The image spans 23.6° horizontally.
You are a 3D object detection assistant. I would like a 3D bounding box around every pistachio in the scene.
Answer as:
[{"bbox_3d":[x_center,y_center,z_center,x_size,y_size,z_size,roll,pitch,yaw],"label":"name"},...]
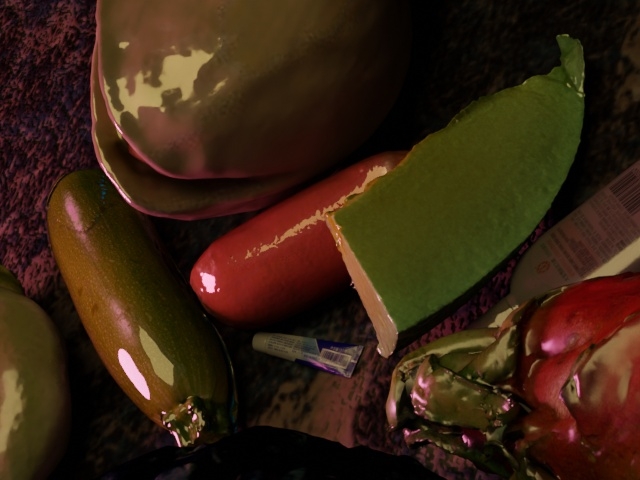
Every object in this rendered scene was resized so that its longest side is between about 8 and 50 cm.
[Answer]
[{"bbox_3d":[-0.050,-0.146,1.071,0.208,0.226,0.332,-50,15,53],"label":"pistachio"}]

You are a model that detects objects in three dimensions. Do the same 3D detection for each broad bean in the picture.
[{"bbox_3d":[-0.254,0.109,1.143,0.169,0.100,0.228,-33,56,26],"label":"broad bean"}]

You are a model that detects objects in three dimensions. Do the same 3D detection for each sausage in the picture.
[{"bbox_3d":[0.000,0.000,1.025,0.194,0.077,0.077,-27,46,19],"label":"sausage"}]

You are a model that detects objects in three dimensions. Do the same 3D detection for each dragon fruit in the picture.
[{"bbox_3d":[0.161,0.102,0.735,0.269,0.198,0.200,-10,29,11],"label":"dragon fruit"}]

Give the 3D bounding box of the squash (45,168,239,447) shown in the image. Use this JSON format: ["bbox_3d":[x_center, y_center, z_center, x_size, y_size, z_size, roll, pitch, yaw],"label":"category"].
[{"bbox_3d":[-0.129,0.047,1.090,0.087,0.087,0.331,-41,45,6],"label":"squash"}]

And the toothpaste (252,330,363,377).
[{"bbox_3d":[-0.010,0.075,1.025,0.083,0.015,0.024,8,63,36],"label":"toothpaste"}]

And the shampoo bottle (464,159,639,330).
[{"bbox_3d":[0.154,0.019,0.913,0.165,0.040,0.080,-39,36,9],"label":"shampoo bottle"}]

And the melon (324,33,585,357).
[{"bbox_3d":[0.094,-0.037,0.967,0.114,0.053,0.262,32,62,19],"label":"melon"}]

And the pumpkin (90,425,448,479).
[{"bbox_3d":[-0.037,0.261,0.723,0.363,0.266,0.363,-26,44,27],"label":"pumpkin"}]
